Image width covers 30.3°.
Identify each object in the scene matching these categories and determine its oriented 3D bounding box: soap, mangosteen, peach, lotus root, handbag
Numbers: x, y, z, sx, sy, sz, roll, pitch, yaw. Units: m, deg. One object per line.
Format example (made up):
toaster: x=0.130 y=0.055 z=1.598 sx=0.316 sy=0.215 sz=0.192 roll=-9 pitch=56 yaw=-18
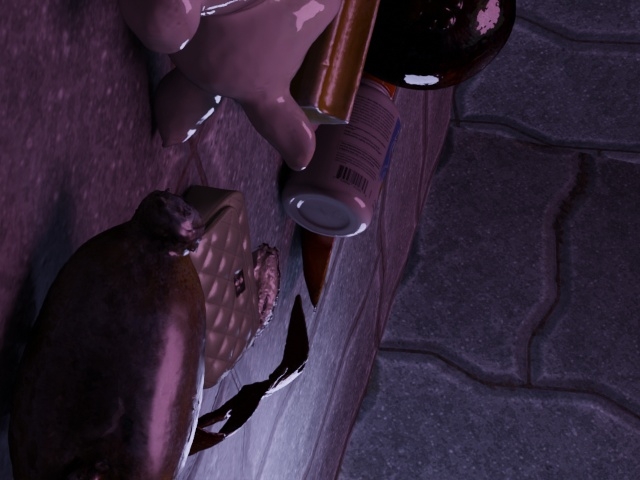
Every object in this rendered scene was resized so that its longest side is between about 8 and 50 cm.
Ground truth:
soap: x=-0.005 y=-0.295 z=1.558 sx=0.089 sy=0.173 sz=0.274 roll=18 pitch=84 yaw=-40
mangosteen: x=0.161 y=-0.400 z=1.934 sx=0.330 sy=0.330 sz=0.330 roll=13 pitch=90 yaw=-79
peach: x=-0.003 y=-0.002 z=2.179 sx=0.189 sy=0.068 sz=0.279 roll=97 pitch=8 yaw=-66
lotus root: x=-0.191 y=0.121 z=1.106 sx=0.175 sy=0.175 sz=0.350 roll=38 pitch=66 yaw=-78
handbag: x=-0.150 y=0.076 z=1.460 sx=0.219 sy=0.079 sz=0.256 roll=-59 pitch=151 yaw=-50

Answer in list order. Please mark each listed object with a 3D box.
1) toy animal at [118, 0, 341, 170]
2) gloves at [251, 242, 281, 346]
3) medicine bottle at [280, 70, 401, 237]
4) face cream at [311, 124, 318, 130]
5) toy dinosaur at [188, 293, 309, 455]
toy animal: x=-0.097 y=-0.218 z=1.160 sx=0.367 sy=0.196 sz=0.241 roll=81 pitch=32 yaw=-59
gloves: x=-0.097 y=0.081 z=1.788 sx=0.114 sy=0.070 sz=0.153 roll=80 pitch=25 yaw=-63
medicine bottle: x=0.046 y=-0.161 z=2.002 sx=0.157 sy=0.157 sz=0.289 roll=84 pitch=22 yaw=-59
face cream: x=-0.019 y=-0.290 z=1.754 sx=0.107 sy=0.073 sz=0.269 roll=-50 pitch=151 yaw=-57
toy dinosaur: x=-0.105 y=0.184 z=1.667 sx=0.327 sy=0.113 sz=0.206 roll=-35 pitch=-179 yaw=-27
